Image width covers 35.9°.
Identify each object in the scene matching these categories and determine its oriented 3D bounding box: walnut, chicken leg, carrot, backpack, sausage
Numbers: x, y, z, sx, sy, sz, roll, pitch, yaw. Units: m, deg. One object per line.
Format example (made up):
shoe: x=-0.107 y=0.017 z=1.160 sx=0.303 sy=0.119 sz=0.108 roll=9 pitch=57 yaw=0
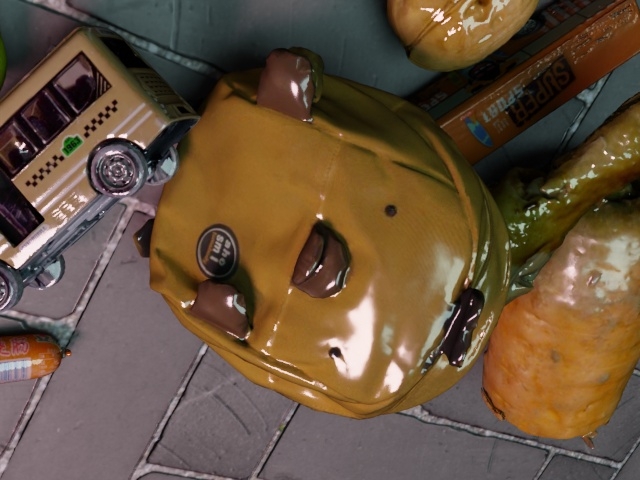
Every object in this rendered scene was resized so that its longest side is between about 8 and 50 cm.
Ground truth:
walnut: x=0.152 y=-0.266 z=1.045 sx=0.180 sy=0.144 sz=0.144 roll=-36 pitch=127 yaw=7
chicken leg: x=0.231 y=-0.036 z=1.086 sx=0.429 sy=0.201 sz=0.152 roll=-36 pitch=94 yaw=22
carrot: x=0.328 y=0.068 z=1.267 sx=0.224 sy=0.224 sz=0.340 roll=-11 pitch=125 yaw=-20
backpack: x=0.003 y=-0.002 z=0.991 sx=0.201 sy=0.378 sz=0.353 roll=-12 pitch=122 yaw=-63
sausage: x=-0.439 y=0.139 z=1.040 sx=0.348 sy=0.053 sz=0.053 roll=-5 pitch=119 yaw=-23

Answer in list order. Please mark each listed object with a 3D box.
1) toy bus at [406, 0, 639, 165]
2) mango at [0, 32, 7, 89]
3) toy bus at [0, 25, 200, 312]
toy bus: x=0.190 y=-0.161 z=1.147 sx=0.409 sy=0.092 sz=0.093 roll=-35 pitch=126 yaw=-5
mango: x=-0.345 y=-0.233 z=0.825 sx=0.175 sy=0.143 sz=0.293 roll=-15 pitch=133 yaw=-19
toy bus: x=-0.263 y=-0.061 z=0.930 sx=0.289 sy=0.139 sz=0.157 roll=-41 pitch=92 yaw=12
